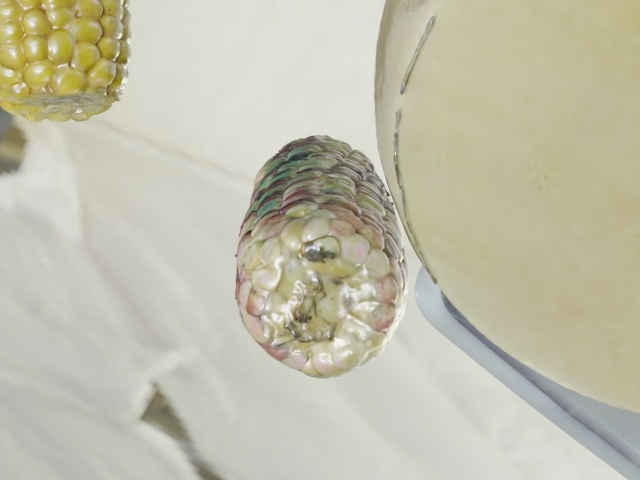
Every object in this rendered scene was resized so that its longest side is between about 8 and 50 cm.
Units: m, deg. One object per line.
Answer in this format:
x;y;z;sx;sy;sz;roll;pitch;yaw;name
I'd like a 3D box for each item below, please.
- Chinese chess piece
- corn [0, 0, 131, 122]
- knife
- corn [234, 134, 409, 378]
0.143;-0.051;0.661;0.251;0.251;0.097;28;-143;-13;Chinese chess piece
-0.168;-0.208;1.012;0.106;0.106;0.305;8;-120;-58;corn
0.171;0.091;1.314;0.265;0.073;0.040;40;148;-19;knife
0.000;0.000;0.986;0.086;0.086;0.253;29;-168;-8;corn
